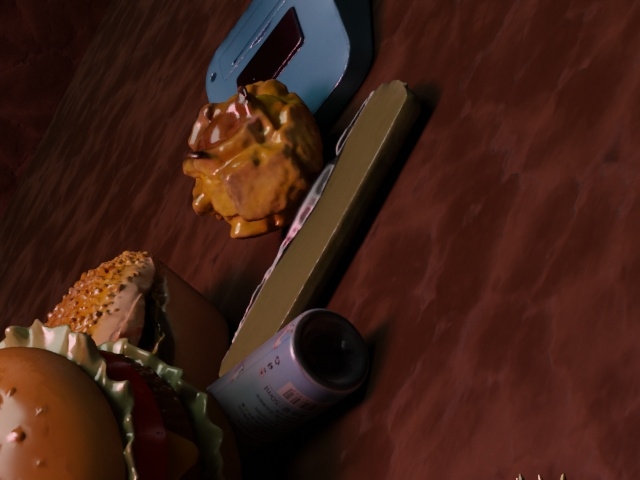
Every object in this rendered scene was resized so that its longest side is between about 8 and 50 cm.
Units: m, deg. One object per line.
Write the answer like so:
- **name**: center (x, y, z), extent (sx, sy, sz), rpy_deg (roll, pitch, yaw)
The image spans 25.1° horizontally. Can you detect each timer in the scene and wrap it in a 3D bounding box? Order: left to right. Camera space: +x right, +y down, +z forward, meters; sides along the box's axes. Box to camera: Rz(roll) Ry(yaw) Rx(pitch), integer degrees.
- **timer**: center (-0.024, -0.181, 1.604), extent (0.232, 0.091, 0.250), rpy_deg (-48, 35, 31)

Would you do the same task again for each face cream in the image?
- **face cream**: center (-0.052, 0.135, 1.189), extent (0.229, 0.075, 0.075), rpy_deg (-39, 29, 46)

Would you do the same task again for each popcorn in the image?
- **popcorn**: center (-0.065, -0.080, 1.441), extent (0.148, 0.152, 0.167), rpy_deg (-34, 45, 21)

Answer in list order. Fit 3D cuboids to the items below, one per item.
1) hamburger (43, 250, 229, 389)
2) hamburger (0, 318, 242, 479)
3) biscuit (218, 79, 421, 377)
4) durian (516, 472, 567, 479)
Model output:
- **hamburger**: center (-0.219, 0.147, 1.449), extent (0.302, 0.170, 0.302), rpy_deg (-50, 21, 27)
- **hamburger**: center (-0.215, 0.200, 1.122), extent (0.274, 0.212, 0.274), rpy_deg (-9, 75, 35)
- **biscuit**: center (0.000, 0.000, 1.302), extent (0.322, 0.038, 0.099), rpy_deg (-60, 22, 0)
- **durian**: center (0.060, 0.214, 0.786), extent (0.132, 0.165, 0.182), rpy_deg (32, 122, 32)
